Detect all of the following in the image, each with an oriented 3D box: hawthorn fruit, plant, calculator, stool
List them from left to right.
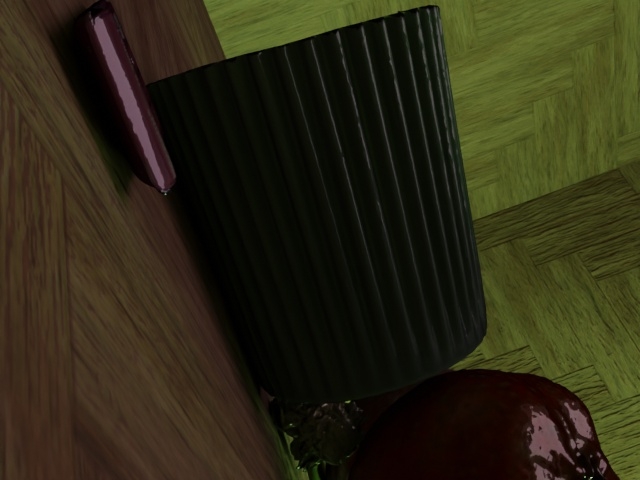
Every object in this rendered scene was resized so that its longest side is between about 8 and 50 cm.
[{"bbox_3d":[-0.143,-0.109,0.664,0.190,0.034,0.127,-124,-168,-69],"label":"calculator"},{"bbox_3d":[-0.009,0.221,0.969,0.116,0.104,0.122,8,88,-51],"label":"plant"},{"bbox_3d":[0.014,-0.036,0.917,0.297,0.297,0.330,-106,180,-80],"label":"stool"},{"bbox_3d":[0.140,0.278,0.936,0.287,0.330,0.287,23,56,-40],"label":"hawthorn fruit"}]

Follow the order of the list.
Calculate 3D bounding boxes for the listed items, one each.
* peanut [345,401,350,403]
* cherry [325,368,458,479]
[{"bbox_3d":[0.039,0.294,1.496,0.089,0.089,0.193,-109,178,-63],"label":"peanut"},{"bbox_3d":[0.157,0.330,1.217,0.326,0.291,0.335,53,-18,12],"label":"cherry"}]
